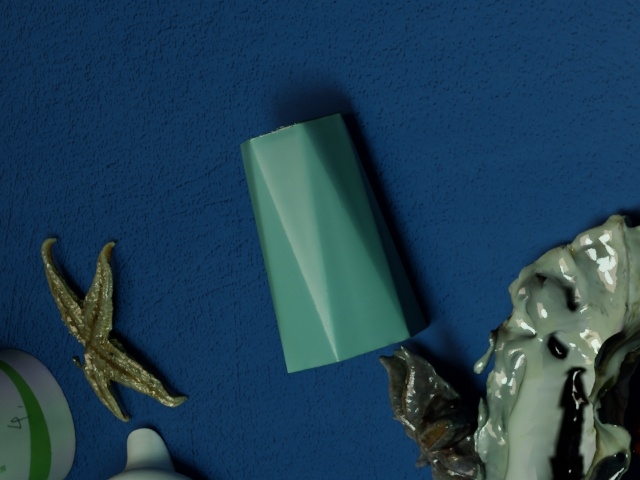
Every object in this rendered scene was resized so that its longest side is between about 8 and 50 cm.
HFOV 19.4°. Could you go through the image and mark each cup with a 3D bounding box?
[{"bbox_3d":[0.000,0.000,1.842,0.134,0.148,0.236,-19,92,15],"label":"cup"},{"bbox_3d":[-0.464,0.256,2.305,0.253,0.274,0.253,17,116,39],"label":"cup"}]

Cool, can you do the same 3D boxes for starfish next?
[{"bbox_3d":[-0.257,0.100,2.202,0.138,0.050,0.247,-28,88,45],"label":"starfish"}]

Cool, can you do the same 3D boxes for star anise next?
[{"bbox_3d":[0.120,0.183,1.817,0.204,0.061,0.181,53,166,38],"label":"star anise"}]

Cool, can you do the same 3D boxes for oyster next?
[{"bbox_3d":[0.238,0.148,1.655,0.238,0.114,0.351,-162,75,-65],"label":"oyster"}]

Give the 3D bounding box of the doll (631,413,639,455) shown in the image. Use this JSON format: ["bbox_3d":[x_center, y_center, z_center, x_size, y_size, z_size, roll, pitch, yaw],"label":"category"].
[{"bbox_3d":[0.326,0.164,1.633,0.109,0.057,0.169,60,139,14],"label":"doll"}]

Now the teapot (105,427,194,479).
[{"bbox_3d":[-0.188,0.374,2.176,0.204,0.139,0.298,-10,97,14],"label":"teapot"}]
